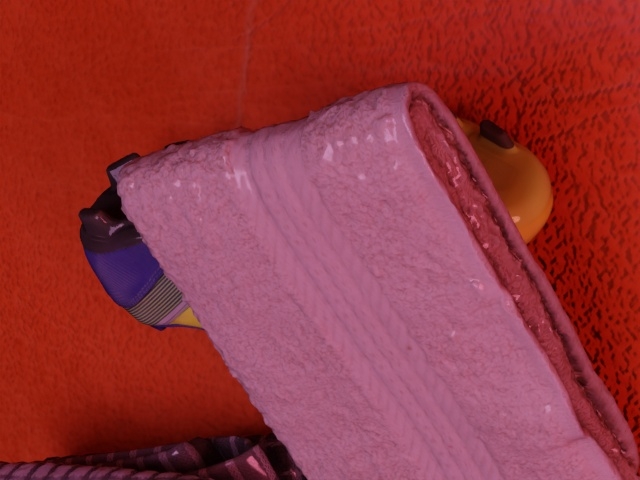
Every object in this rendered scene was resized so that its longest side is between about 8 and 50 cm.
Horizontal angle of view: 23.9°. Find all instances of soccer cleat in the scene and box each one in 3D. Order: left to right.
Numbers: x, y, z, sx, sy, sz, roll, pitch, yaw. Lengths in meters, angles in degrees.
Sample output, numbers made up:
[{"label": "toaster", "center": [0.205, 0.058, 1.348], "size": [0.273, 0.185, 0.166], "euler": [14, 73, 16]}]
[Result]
[{"label": "soccer cleat", "center": [0.000, -0.001, 0.822], "size": [0.289, 0.093, 0.121], "euler": [-5, 130, 32]}]

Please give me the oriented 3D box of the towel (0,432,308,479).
[{"label": "towel", "center": [-0.090, 0.255, 0.921], "size": [0.235, 0.121, 0.284], "euler": [-8, 99, 38]}]

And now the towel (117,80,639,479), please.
[{"label": "towel", "center": [0.034, 0.056, 0.750], "size": [0.187, 0.049, 0.282], "euler": [-12, 123, 36]}]
